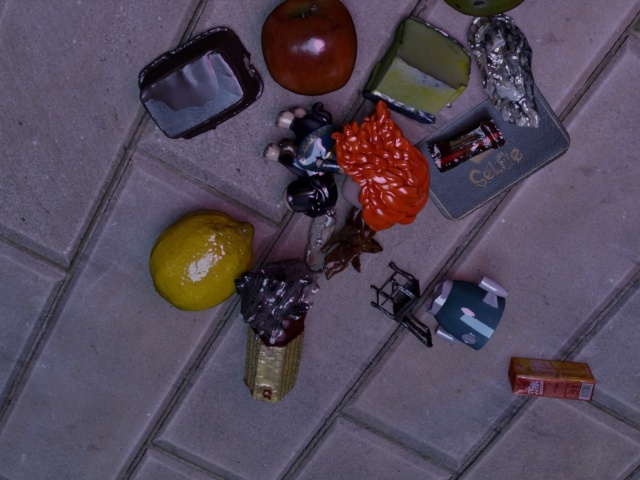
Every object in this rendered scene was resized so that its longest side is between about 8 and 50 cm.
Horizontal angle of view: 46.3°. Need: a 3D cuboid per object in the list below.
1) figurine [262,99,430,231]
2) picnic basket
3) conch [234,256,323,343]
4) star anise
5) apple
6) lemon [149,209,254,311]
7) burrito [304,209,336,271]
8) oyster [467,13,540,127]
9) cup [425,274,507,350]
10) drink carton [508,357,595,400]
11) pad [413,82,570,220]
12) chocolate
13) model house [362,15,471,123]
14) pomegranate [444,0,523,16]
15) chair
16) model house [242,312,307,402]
[{"bbox_3d":[0.056,-0.177,1.802,0.411,0.241,0.306,3,94,23],"label":"figurine"},{"bbox_3d":[-0.300,-0.360,1.813,0.297,0.129,0.222,-25,113,16],"label":"picnic basket"},{"bbox_3d":[-0.095,0.137,1.889,0.240,0.313,0.186,-30,87,-5],"label":"conch"},{"bbox_3d":[0.087,-0.002,1.945,0.111,0.212,0.196,47,148,23],"label":"star anise"},{"bbox_3d":[-0.022,-0.440,1.714,0.230,0.230,0.230,2,116,3],"label":"apple"},{"bbox_3d":[-0.304,0.048,1.948,0.320,0.245,0.245,-36,108,13],"label":"lemon"},{"bbox_3d":[-0.002,-0.001,2.007,0.063,0.058,0.229,15,114,2],"label":"burrito"},{"bbox_3d":[0.427,-0.398,1.746,0.199,0.087,0.252,12,86,-11],"label":"oyster"},{"bbox_3d":[0.381,0.185,2.013,0.173,0.167,0.300,29,140,0],"label":"cup"},{"bbox_3d":[0.653,0.393,2.127,0.222,0.096,0.071,4,116,1],"label":"drink carton"},{"bbox_3d":[0.438,-0.190,1.879,0.375,0.063,0.315,-35,109,19],"label":"pad"},{"bbox_3d":[0.359,-0.232,1.845,0.182,0.028,0.086,-21,111,28],"label":"chocolate"},{"bbox_3d":[0.225,-0.380,1.783,0.194,0.170,0.211,21,144,-14],"label":"model house"},{"bbox_3d":[0.308,-0.608,1.561,0.323,0.291,0.291,-9,115,-3],"label":"pomegranate"},{"bbox_3d":[0.250,0.180,2.049,0.229,0.106,0.113,34,115,-14],"label":"chair"},{"bbox_3d":[-0.128,0.308,2.057,0.160,0.254,0.196,8,117,-4],"label":"model house"}]
